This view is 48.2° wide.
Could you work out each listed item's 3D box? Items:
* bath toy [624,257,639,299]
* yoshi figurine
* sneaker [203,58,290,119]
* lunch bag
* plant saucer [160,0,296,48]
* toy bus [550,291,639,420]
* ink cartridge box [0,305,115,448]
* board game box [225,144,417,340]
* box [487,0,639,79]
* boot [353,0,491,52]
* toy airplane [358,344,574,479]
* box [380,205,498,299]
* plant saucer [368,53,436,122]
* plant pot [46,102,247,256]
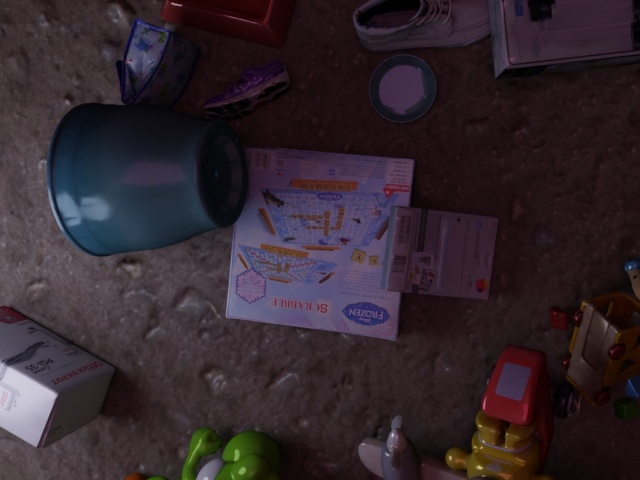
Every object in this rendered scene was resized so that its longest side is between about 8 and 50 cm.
[{"bbox_3d":[0.613,-0.027,1.051,0.348,0.151,0.129,-55,37,39],"label":"bath toy"},{"bbox_3d":[-0.206,0.461,1.327,0.362,0.203,0.203,-28,45,26],"label":"yoshi figurine"},{"bbox_3d":[-0.138,-0.278,1.321,0.169,0.068,0.071,-24,71,4],"label":"sneaker"},{"bbox_3d":[-0.303,-0.312,1.314,0.096,0.129,0.151,21,99,16],"label":"lunch bag"},{"bbox_3d":[-0.160,-0.512,1.317,0.258,0.047,0.259,17,96,12],"label":"plant saucer"},{"bbox_3d":[0.472,0.184,1.163,0.104,0.202,0.191,-12,81,-17],"label":"toy bus"},{"bbox_3d":[-0.567,0.249,1.356,0.283,0.207,0.117,26,99,10],"label":"ink cartridge box"},{"bbox_3d":[0.000,0.000,1.288,0.318,0.066,0.318,7,93,12],"label":"board game box"},{"bbox_3d":[0.422,-0.362,1.140,0.289,0.087,0.169,-5,91,2],"label":"box"},{"bbox_3d":[0.184,-0.375,1.202,0.258,0.123,0.095,-10,90,13],"label":"boot"},{"bbox_3d":[0.278,0.408,1.131,0.386,0.272,0.384,-39,74,27],"label":"toy airplane"},{"bbox_3d":[0.203,0.021,1.218,0.186,0.038,0.145,5,94,-12],"label":"box"},{"bbox_3d":[0.146,-0.268,1.267,0.119,0.021,0.119,0,92,14],"label":"plant saucer"},{"bbox_3d":[-0.275,-0.108,1.226,0.255,0.271,0.272,0,92,20],"label":"plant pot"}]
